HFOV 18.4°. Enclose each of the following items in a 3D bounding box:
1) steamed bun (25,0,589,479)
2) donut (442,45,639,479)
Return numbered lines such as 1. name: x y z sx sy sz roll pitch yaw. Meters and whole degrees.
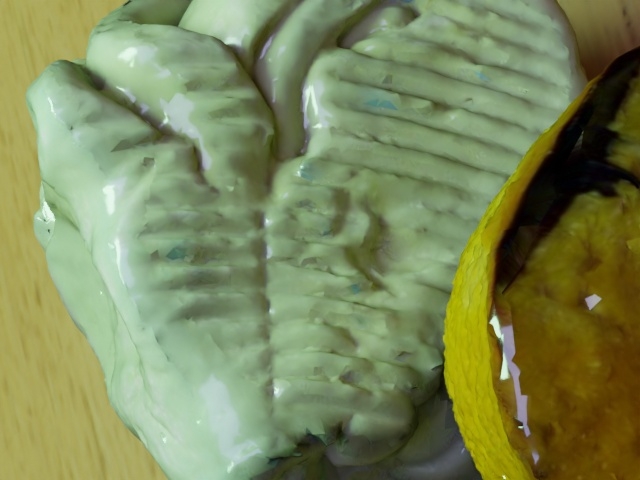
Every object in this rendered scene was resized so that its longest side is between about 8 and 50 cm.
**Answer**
1. steamed bun: 0.000 0.000 0.940 0.280 0.268 0.207 64 157 4
2. donut: 0.170 0.040 0.816 0.118 0.253 0.253 142 126 -68
